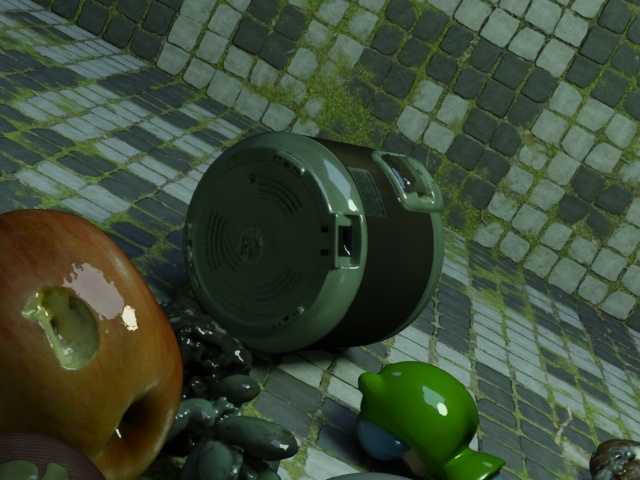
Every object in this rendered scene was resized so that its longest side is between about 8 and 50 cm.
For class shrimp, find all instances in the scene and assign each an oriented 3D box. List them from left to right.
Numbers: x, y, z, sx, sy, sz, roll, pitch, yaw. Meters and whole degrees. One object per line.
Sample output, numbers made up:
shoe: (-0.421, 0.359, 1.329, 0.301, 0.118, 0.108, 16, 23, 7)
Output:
shrimp: (0.558, 0.419, 1.582, 0.145, 0.116, 0.343, -12, 41, -46)

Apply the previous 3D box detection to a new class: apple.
apple: (-0.236, 0.106, 0.948, 0.241, 0.242, 0.242, 40, 18, 25)

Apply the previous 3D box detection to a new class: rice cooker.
rice cooker: (0.000, 0.000, 1.547, 0.335, 0.335, 0.325, 38, 19, 31)

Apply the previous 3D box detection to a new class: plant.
plant: (-0.123, 0.176, 1.092, 0.149, 0.146, 0.274, 21, 17, -36)

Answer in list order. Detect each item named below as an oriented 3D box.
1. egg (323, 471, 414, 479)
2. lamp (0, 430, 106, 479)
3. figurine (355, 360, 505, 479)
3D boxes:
egg: (0.063, 0.301, 1.016, 0.199, 0.146, 0.146, 15, 14, 6)
lamp: (-0.207, 0.234, 0.706, 0.180, 0.180, 0.258, 20, 17, -28)
figurine: (0.157, 0.263, 1.352, 0.263, 0.143, 0.162, 46, 26, 19)
